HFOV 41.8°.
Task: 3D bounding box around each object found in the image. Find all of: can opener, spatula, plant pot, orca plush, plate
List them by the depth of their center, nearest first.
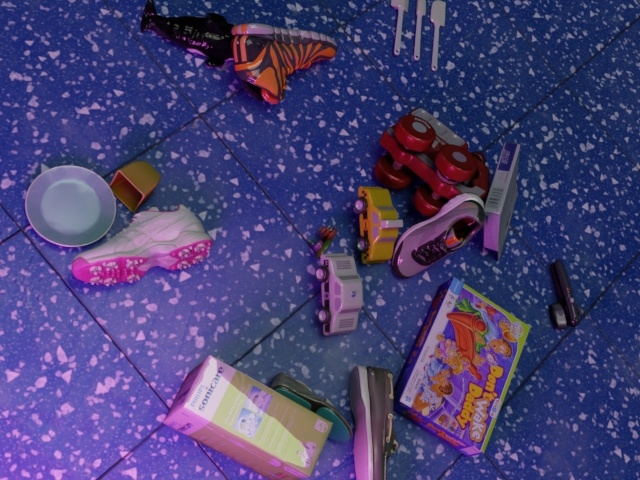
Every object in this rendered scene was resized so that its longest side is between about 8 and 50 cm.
[{"bbox_3d":[-0.534,-0.071,1.792,0.188,0.024,0.188,8,67,-19],"label":"plate"},{"bbox_3d":[-0.399,-0.127,1.838,0.081,0.081,0.083,45,50,-1],"label":"plant pot"},{"bbox_3d":[-0.281,-0.522,2.021,0.287,0.102,0.151,25,63,-11],"label":"orca plush"},{"bbox_3d":[0.630,0.137,2.163,0.073,0.059,0.186,4,70,-20],"label":"can opener"},{"bbox_3d":[0.267,-0.591,2.322,0.168,0.019,0.242,17,66,-21],"label":"spatula"}]

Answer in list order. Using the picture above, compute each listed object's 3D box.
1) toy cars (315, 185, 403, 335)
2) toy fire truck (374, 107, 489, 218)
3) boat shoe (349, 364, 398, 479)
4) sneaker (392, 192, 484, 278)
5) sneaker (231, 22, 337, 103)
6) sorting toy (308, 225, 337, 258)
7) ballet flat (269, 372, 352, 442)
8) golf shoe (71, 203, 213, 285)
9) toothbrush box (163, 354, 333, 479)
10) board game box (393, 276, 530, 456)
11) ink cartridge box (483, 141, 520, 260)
[{"bbox_3d":[0.101,0.041,1.936,0.176,0.087,0.394,48,57,-31],"label":"toy cars"},{"bbox_3d":[0.300,-0.206,2.090,0.302,0.169,0.254,39,43,15],"label":"toy fire truck"},{"bbox_3d":[0.123,0.422,1.822,0.091,0.109,0.305,4,65,-15],"label":"boat shoe"},{"bbox_3d":[0.274,-0.001,1.973,0.100,0.271,0.108,39,23,-22],"label":"sneaker"},{"bbox_3d":[-0.091,-0.426,2.065,0.321,0.124,0.180,-5,97,-40],"label":"sneaker"},{"bbox_3d":[0.000,0.000,1.961,0.042,0.061,0.102,37,38,-5],"label":"sorting toy"},{"bbox_3d":[-0.014,0.356,1.818,0.213,0.072,0.068,35,31,-9],"label":"ballet flat"},{"bbox_3d":[-0.388,0.006,1.784,0.306,0.115,0.140,-13,65,-32],"label":"golf shoe"},{"bbox_3d":[-0.149,0.365,1.677,0.283,0.206,0.122,29,63,-9],"label":"toothbrush box"},{"bbox_3d":[0.330,0.294,1.971,0.233,0.078,0.347,32,62,-8],"label":"board game box"},{"bbox_3d":[0.458,-0.096,2.121,0.045,0.224,0.223,12,60,19],"label":"ink cartridge box"}]
